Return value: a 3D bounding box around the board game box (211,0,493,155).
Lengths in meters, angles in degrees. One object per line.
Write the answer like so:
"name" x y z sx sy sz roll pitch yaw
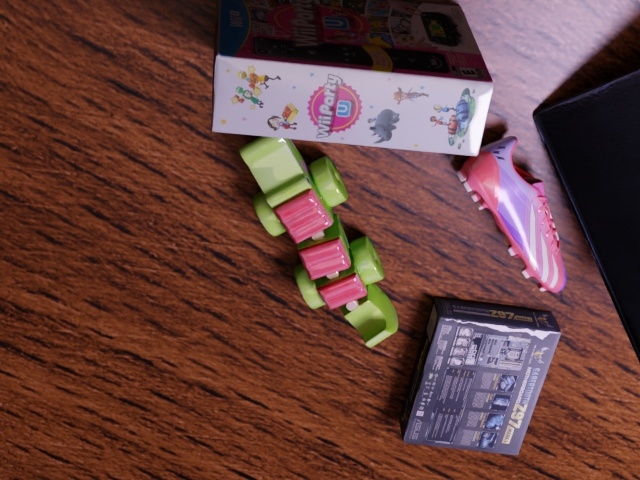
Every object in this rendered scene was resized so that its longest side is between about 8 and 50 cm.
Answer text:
"board game box" 0.028 -0.203 1.361 0.303 0.224 0.097 3 122 -6

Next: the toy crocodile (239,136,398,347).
"toy crocodile" 0.000 0.000 1.551 0.115 0.105 0.340 -23 120 10

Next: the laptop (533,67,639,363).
"laptop" 0.562 -0.086 1.497 0.408 0.236 0.382 -26 95 -18

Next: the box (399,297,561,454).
"box" 0.230 0.202 1.716 0.183 0.059 0.233 8 120 -8

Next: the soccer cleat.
"soccer cleat" 0.279 -0.030 1.570 0.095 0.083 0.248 -34 115 11
